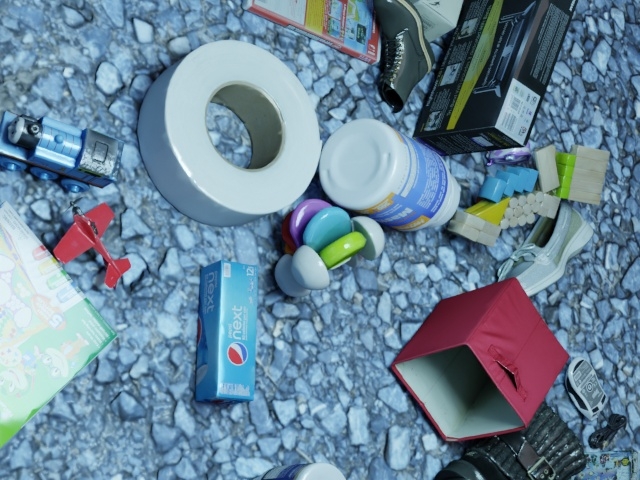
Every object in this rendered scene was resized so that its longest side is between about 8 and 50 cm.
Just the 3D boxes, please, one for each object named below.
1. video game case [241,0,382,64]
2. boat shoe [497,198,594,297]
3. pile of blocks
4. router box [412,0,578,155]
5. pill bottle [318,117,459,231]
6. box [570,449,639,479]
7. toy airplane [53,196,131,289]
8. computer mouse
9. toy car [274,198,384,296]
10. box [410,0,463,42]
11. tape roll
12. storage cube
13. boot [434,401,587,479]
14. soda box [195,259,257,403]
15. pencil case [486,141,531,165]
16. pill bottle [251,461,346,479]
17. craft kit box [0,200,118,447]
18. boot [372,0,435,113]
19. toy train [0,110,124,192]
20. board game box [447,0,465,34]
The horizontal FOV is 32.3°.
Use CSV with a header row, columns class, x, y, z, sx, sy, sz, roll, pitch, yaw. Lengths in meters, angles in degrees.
class,x,y,z,sx,sy,sz,roll,pitch,yaw
video game case,-0.004,-0.453,1.973,0.285,0.025,0.204,18,68,-31
boat shoe,0.412,0.023,2.098,0.320,0.118,0.103,-39,95,-40
pile of blocks,0.371,-0.101,2.073,0.362,0.112,0.149,-21,111,-25
router box,0.313,-0.310,1.990,0.081,0.243,0.309,28,77,-27
pill bottle,0.128,-0.099,1.861,0.272,0.152,0.152,20,65,-55
box,0.526,0.439,2.051,0.027,0.137,0.094,22,65,-35
toy airplane,-0.323,0.008,1.596,0.151,0.028,0.151,32,52,-51
computer mouse,0.522,0.308,2.146,0.106,0.042,0.193,-39,107,-31
toy car,0.000,0.000,1.763,0.159,0.182,0.136,-29,91,-23
box,0.222,-0.515,2.101,0.094,0.113,0.275,30,61,-25
tape roll,-0.141,-0.167,1.751,0.286,0.100,0.286,11,71,-34
storage cube,0.277,0.205,1.889,0.184,0.215,0.193,54,48,-12
boot,0.375,0.471,1.937,0.260,0.131,0.348,-30,95,-37
soda box,-0.143,0.141,1.685,0.067,0.071,0.210,12,71,-33
pencil case,0.355,-0.243,2.146,0.086,0.088,0.206,30,54,-70
pill bottle,-0.042,0.380,1.634,0.094,0.169,0.094,10,71,-33
craft kit box,-0.440,0.116,1.489,0.250,0.061,0.246,52,57,-13
boot,0.132,-0.341,1.987,0.198,0.077,0.137,52,55,-33
toy train,-0.373,-0.128,1.567,0.184,0.105,0.080,20,66,-31
board game box,0.333,-0.457,2.198,0.194,0.060,0.194,38,60,-23
